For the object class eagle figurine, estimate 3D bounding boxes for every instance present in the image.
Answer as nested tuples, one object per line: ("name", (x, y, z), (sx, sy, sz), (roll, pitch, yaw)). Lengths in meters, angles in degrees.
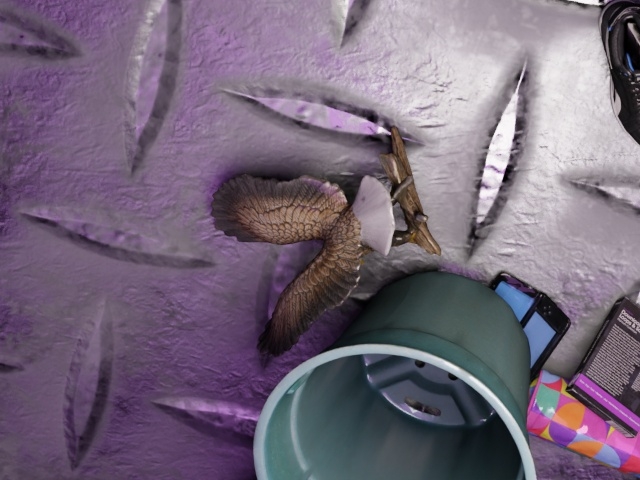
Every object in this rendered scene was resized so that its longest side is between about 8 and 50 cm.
("eagle figurine", (0.003, 0.007, 1.559), (0.298, 0.226, 0.225), (-19, 125, 6))

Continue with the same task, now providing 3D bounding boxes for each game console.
("game console", (0.275, 0.127, 1.626), (0.071, 0.107, 0.122), (17, 113, -36))

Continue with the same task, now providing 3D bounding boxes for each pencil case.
("pencil case", (0.396, 0.266, 1.646), (0.236, 0.104, 0.104), (23, 108, -4))

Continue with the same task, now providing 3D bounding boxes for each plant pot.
("plant pot", (0.129, 0.216, 1.489), (0.341, 0.334, 0.341), (7, 113, 16))

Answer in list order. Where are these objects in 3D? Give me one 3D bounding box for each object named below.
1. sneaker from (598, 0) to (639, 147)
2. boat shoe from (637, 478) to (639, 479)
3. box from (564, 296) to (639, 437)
("sneaker", (0.413, -0.199, 1.481), (0.079, 0.121, 0.217), (-20, 104, 13))
("boat shoe", (0.578, 0.322, 1.634), (0.123, 0.123, 0.342), (39, 101, -5))
("box", (0.428, 0.177, 1.603), (0.116, 0.029, 0.162), (38, 72, -6))
